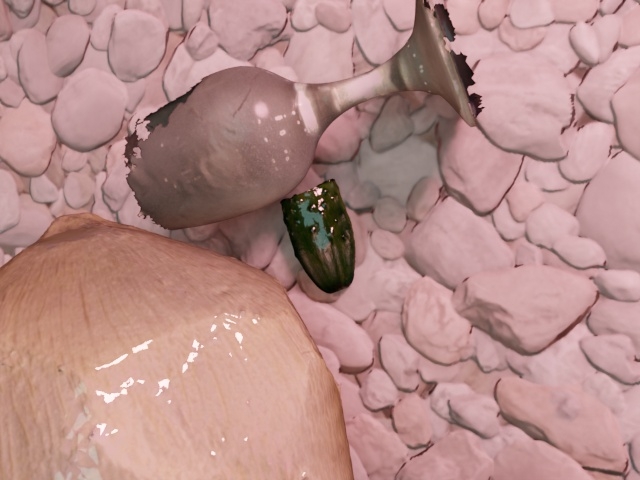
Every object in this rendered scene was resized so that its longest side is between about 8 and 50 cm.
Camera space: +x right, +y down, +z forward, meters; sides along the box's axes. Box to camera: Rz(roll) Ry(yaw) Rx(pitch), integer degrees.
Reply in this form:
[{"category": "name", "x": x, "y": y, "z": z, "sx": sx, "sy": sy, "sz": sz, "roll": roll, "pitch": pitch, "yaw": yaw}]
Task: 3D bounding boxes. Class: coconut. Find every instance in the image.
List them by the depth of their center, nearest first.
[{"category": "coconut", "x": -0.147, "y": 0.154, "z": 0.473, "sx": 0.345, "sy": 0.346, "sz": 0.361, "roll": -7, "pitch": 96, "yaw": 16}]

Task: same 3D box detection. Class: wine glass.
[{"category": "wine glass", "x": -0.022, "y": -0.107, "z": 0.530, "sx": 0.320, "sy": 0.143, "sz": 0.144, "roll": -20, "pitch": 86, "yaw": 16}]

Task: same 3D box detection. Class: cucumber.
[{"category": "cucumber", "x": 0.000, "y": 0.000, "z": 0.580, "sx": 0.067, "sy": 0.035, "sz": 0.108, "roll": -20, "pitch": 88, "yaw": 14}]
